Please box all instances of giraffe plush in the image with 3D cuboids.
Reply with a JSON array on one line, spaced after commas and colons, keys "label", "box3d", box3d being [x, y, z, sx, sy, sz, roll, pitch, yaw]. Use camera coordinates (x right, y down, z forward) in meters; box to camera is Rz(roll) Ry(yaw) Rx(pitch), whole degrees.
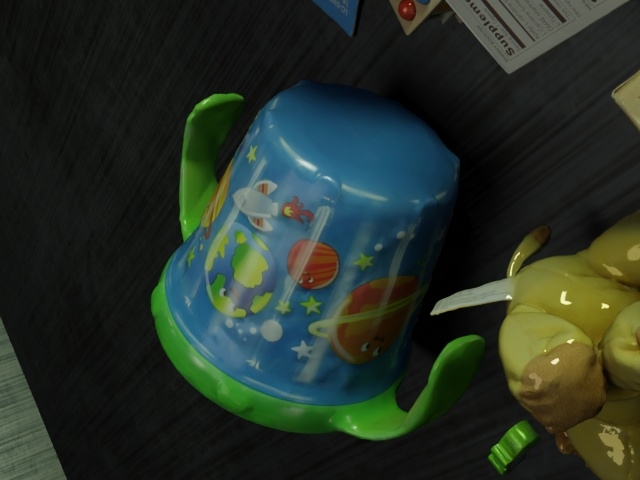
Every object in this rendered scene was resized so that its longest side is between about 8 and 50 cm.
[{"label": "giraffe plush", "box3d": [0.195, 0.091, 0.660, 0.210, 0.181, 0.170, -10, 119, 48]}]

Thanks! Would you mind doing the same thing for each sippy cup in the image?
[{"label": "sippy cup", "box3d": [0.000, 0.000, 0.858, 0.305, 0.240, 0.224, 24, 125, 1]}]

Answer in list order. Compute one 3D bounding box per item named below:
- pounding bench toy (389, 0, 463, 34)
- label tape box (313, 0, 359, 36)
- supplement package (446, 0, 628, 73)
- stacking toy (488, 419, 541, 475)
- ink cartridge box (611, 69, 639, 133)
[{"label": "pounding bench toy", "box3d": [0.077, -0.202, 0.756, 0.052, 0.065, 0.083, -40, 71, 57]}, {"label": "label tape box", "box3d": [-0.047, -0.356, 0.831, 0.240, 0.106, 0.333, 49, 142, 33]}, {"label": "supplement package", "box3d": [0.158, -0.212, 0.518, 0.134, 0.139, 0.244, 48, 150, -9]}, {"label": "stacking toy", "box3d": [0.190, 0.241, 0.783, 0.167, 0.052, 0.221, 51, 161, 29]}, {"label": "ink cartridge box", "box3d": [0.277, -0.034, 0.446, 0.193, 0.088, 0.234, -41, 67, 28]}]
